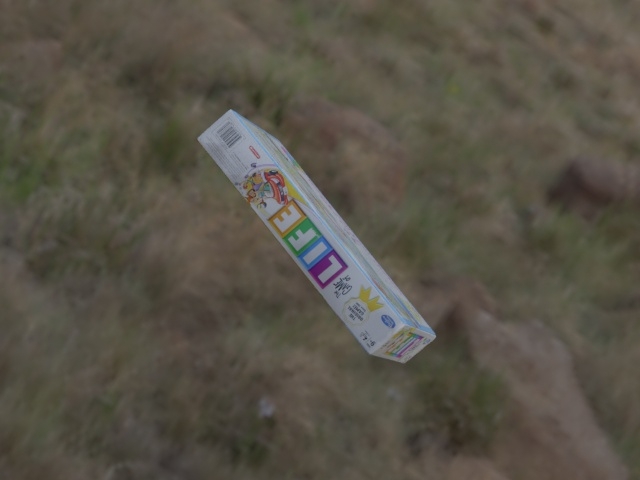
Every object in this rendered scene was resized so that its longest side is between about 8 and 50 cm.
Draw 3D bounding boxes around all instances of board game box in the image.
[{"bbox_3d":[0.000,0.000,0.999,0.154,0.026,0.103,51,6,14],"label":"board game box"}]
